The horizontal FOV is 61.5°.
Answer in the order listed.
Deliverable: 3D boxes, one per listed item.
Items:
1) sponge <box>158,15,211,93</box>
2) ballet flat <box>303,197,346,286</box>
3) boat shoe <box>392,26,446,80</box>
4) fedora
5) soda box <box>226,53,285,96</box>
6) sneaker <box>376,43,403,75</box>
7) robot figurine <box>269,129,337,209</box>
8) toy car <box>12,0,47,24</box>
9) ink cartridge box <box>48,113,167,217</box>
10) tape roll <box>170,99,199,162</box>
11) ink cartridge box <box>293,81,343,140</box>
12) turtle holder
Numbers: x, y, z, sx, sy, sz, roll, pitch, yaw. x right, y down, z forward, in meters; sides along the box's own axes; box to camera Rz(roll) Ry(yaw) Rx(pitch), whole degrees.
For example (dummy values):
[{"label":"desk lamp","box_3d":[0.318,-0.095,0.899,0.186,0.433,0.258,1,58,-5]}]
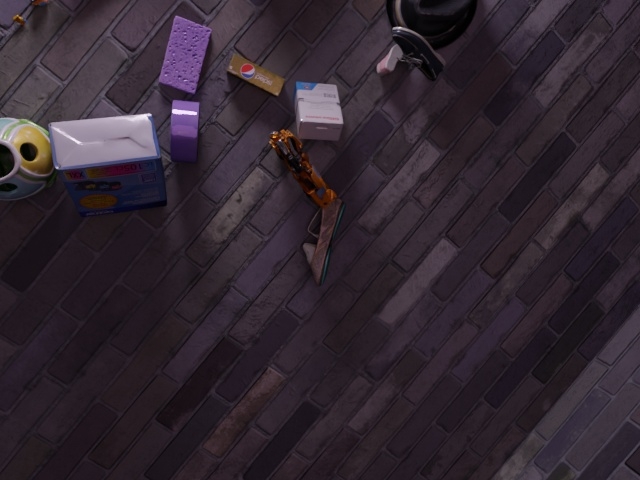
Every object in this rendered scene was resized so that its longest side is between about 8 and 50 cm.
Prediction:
[{"label":"sponge","box_3d":[-0.427,-0.583,1.698,0.117,0.031,0.210,15,97,-14]},{"label":"ballet flat","box_3d":[0.000,0.000,1.880,0.106,0.107,0.316,16,92,6]},{"label":"boat shoe","box_3d":[0.319,-0.619,1.791,0.254,0.095,0.079,22,97,-45]},{"label":"fedora","box_3d":[0.388,-0.795,1.768,0.333,0.152,0.334,-2,101,-12]},{"label":"soda box","box_3d":[-0.209,-0.532,1.740,0.181,0.058,0.061,23,95,-16]},{"label":"sneaker","box_3d":[0.233,-0.611,1.828,0.051,0.070,0.134,42,61,-22]},{"label":"robot figurine","box_3d":[-0.064,-0.244,1.759,0.085,0.211,0.291,-36,116,1]},{"label":"toy car","box_3d":[-0.856,-0.694,1.593,0.122,0.060,0.040,-35,151,13]},{"label":"ink cartridge box","box_3d":[-0.602,-0.198,1.589,0.269,0.395,0.151,-9,74,-15]},{"label":"tape roll","box_3d":[-0.419,-0.336,1.666,0.080,0.189,0.189,3,100,-12]},{"label":"ink cartridge box","box_3d":[-0.010,-0.418,1.737,0.139,0.082,0.191,2,56,-12]},{"label":"turtle holder","box_3d":[-0.879,-0.232,1.568,0.320,0.227,0.244,6,99,-13]}]
